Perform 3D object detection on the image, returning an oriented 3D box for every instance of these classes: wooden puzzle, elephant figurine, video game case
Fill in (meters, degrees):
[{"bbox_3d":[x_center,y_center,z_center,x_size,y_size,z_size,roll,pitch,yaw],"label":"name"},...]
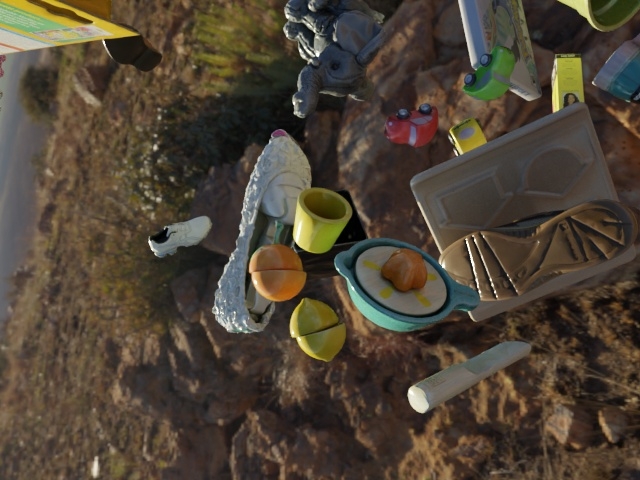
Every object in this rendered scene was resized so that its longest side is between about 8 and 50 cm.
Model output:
[{"bbox_3d":[0.370,-0.045,1.181,0.322,0.348,0.080,-24,25,12],"label":"wooden puzzle"},{"bbox_3d":[0.036,-0.310,1.105,0.186,0.169,0.239,-30,60,17],"label":"elephant figurine"},{"bbox_3d":[0.334,-0.455,1.240,0.036,0.300,0.329,-14,81,35],"label":"video game case"}]

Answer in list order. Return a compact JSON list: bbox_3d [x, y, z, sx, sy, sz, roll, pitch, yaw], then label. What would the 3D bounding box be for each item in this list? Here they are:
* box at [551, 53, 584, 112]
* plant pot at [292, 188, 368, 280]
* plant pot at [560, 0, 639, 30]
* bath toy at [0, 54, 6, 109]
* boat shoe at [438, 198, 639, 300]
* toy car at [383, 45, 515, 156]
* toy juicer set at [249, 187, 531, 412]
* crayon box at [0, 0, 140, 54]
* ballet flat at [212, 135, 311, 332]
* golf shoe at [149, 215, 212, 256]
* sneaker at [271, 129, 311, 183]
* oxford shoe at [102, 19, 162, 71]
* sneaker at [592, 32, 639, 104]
[{"bbox_3d":[0.552,-0.303,1.439,0.087,0.058,0.232,71,-156,-59],"label":"box"},{"bbox_3d":[0.000,0.000,1.674,0.167,0.188,0.187,97,160,-47],"label":"plant pot"},{"bbox_3d":[0.564,-0.629,1.401,0.254,0.276,0.276,40,116,40],"label":"plant pot"},{"bbox_3d":[-0.843,-0.417,1.535,0.348,0.129,0.151,-69,-11,19],"label":"bath toy"},{"bbox_3d":[0.361,0.012,1.072,0.342,0.123,0.123,-25,83,41],"label":"boat shoe"},{"bbox_3d":[0.254,-0.228,1.106,0.225,0.239,0.053,-53,45,34],"label":"toy car"},{"bbox_3d":[0.071,0.065,0.709,0.329,0.209,0.089,33,129,15],"label":"toy juicer set"},{"bbox_3d":[-0.408,-0.301,0.787,0.323,0.203,0.083,3,91,27],"label":"crayon box"},{"bbox_3d":[-0.089,-0.005,1.272,0.147,0.147,0.409,9,82,60],"label":"ballet flat"},{"bbox_3d":[-0.376,-0.020,1.728,0.069,0.176,0.086,56,174,27],"label":"golf shoe"},{"bbox_3d":[-0.068,-0.214,1.688,0.063,0.075,0.170,-28,95,16],"label":"sneaker"},{"bbox_3d":[-0.400,-0.407,1.314,0.076,0.076,0.212,-41,-4,4],"label":"oxford shoe"},{"bbox_3d":[0.583,-0.297,1.133,0.121,0.302,0.108,42,136,15],"label":"sneaker"}]
